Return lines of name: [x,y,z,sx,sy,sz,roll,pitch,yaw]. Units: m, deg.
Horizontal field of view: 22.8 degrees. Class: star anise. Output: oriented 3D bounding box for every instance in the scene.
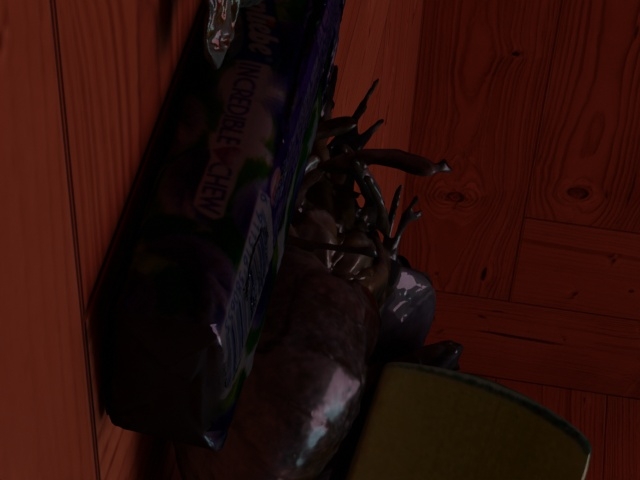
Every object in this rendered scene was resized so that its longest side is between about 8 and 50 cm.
star anise: [0.035,0.096,1.046,0.093,0.236,0.229,-26,130,-32]

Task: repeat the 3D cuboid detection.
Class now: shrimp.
shrimp: [-0.007,0.001,0.867,0.145,0.116,0.343,113,-8,-48]

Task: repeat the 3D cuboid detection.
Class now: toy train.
toy train: [0.021,0.239,0.897,0.397,0.160,0.253,116,-5,-63]

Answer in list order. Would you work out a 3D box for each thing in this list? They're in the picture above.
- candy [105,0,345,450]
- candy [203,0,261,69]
candy: [-0.038,-0.046,0.747,0.088,0.061,0.312,95,7,-45]
candy: [-0.033,-0.154,0.725,0.053,0.046,0.182,97,9,-51]
